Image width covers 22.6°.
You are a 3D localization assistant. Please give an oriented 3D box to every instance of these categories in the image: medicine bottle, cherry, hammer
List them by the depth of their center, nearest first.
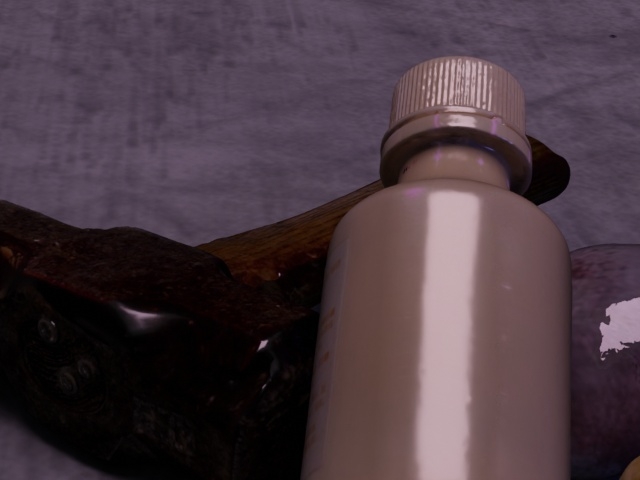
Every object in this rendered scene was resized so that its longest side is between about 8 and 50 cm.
[{"bbox_3d":[0.056,0.031,0.717,0.114,0.114,0.252,5,57,3],"label":"medicine bottle"},{"bbox_3d":[0.120,0.063,0.809,0.188,0.115,0.148,2,52,34],"label":"cherry"},{"bbox_3d":[0.000,0.000,0.907,0.242,0.095,0.409,22,33,36],"label":"hammer"}]

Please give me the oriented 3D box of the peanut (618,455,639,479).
[{"bbox_3d":[0.203,0.140,0.655,0.089,0.089,0.193,-17,35,-37],"label":"peanut"}]
